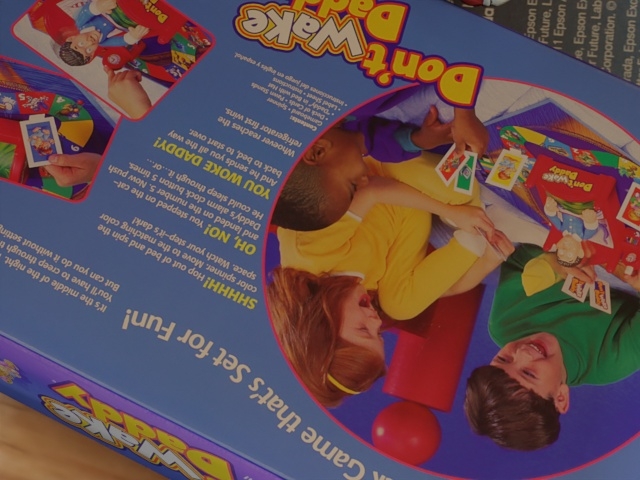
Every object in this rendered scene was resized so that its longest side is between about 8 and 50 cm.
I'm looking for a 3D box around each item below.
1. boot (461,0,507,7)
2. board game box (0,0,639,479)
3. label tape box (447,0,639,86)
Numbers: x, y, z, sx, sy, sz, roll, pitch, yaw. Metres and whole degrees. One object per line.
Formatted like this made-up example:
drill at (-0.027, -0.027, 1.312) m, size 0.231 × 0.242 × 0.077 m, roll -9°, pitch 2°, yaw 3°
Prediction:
boot at (-0.017, -0.181, 0.795) m, size 0.176 × 0.088 × 0.244 m, roll -22°, pitch 59°, yaw -6°
board game box at (0.000, 0.000, 0.737) m, size 0.347 × 0.078 × 0.233 m, roll 26°, pitch 66°, yaw 10°
label tape box at (0.110, -0.108, 0.879) m, size 0.348 × 0.115 × 0.249 m, roll 5°, pitch 77°, yaw 8°
